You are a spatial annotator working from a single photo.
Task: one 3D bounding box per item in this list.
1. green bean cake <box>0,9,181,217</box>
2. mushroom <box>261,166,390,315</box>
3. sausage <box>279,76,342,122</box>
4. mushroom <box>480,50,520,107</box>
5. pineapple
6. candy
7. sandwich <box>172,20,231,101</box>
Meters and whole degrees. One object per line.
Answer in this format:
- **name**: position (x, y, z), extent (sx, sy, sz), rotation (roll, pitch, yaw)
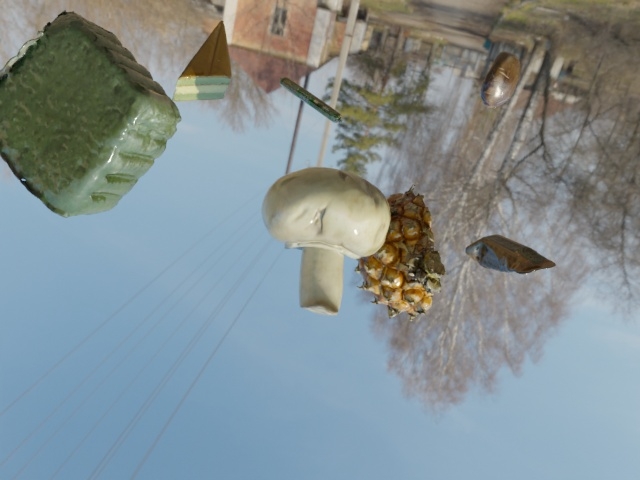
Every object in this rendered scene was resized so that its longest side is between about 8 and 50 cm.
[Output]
- **green bean cake**: position (-0.337, -0.169, 0.747), extent (0.223, 0.227, 0.125), rotation (47, -171, 7)
- **mushroom**: position (0.000, 0.000, 1.245), extent (0.313, 0.337, 0.314), rotation (7, 170, 1)
- **sausage**: position (-0.030, -0.404, 1.534), extent (0.269, 0.033, 0.032), rotation (41, -148, 28)
- **mushroom**: position (0.455, -0.394, 1.362), extent (0.080, 0.135, 0.171), rotation (38, 168, 16)
- **pineapple**: position (0.170, 0.050, 1.317), extent (0.208, 0.345, 0.286), rotation (-5, -170, -2)
- **candy**: position (0.582, 0.051, 1.647), extent (0.143, 0.101, 0.271), rotation (-14, -162, -19)
- **sandwich**: position (-0.317, -0.468, 1.392), extent (0.144, 0.188, 0.117), rotation (-4, 163, -26)
